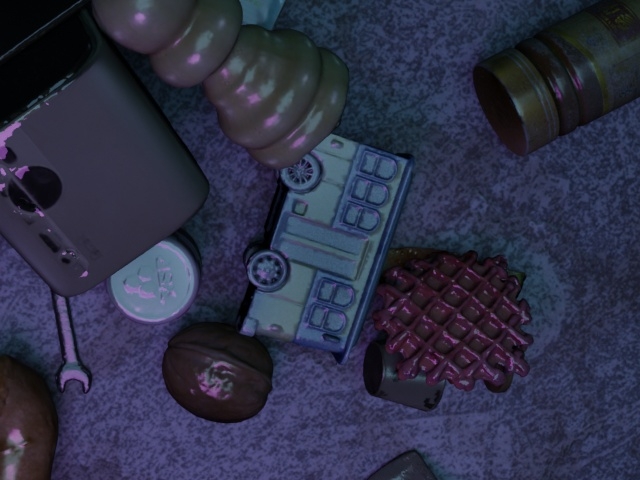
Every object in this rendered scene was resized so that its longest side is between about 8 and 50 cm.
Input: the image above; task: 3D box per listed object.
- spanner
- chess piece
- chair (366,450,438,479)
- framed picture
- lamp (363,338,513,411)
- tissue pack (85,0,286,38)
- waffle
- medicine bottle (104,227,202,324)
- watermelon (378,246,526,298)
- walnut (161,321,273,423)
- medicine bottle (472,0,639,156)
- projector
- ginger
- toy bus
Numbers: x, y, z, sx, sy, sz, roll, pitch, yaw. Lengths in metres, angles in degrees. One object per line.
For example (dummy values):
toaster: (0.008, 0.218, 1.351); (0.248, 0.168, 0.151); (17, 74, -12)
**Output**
spanner: (-0.377, 0.103, 1.427); (0.054, 0.015, 0.254); (-9, 98, -6)
chess piece: (-0.134, -0.244, 1.222); (0.330, 0.182, 0.182); (33, 91, -37)
chair: (0.197, 0.500, 1.493); (0.160, 0.319, 0.186); (-42, 144, 0)
framed picture: (-0.405, -0.323, 1.282); (0.339, 0.255, 0.014); (-37, 138, -3)
lamp: (0.176, 0.195, 1.461); (0.215, 0.121, 0.121); (4, 96, -21)
tissue pack: (-0.194, -0.332, 1.366); (0.263, 0.089, 0.177); (24, 95, -9)
waffle: (0.190, 0.111, 1.404); (0.234, 0.055, 0.221); (0, 62, -7)
medicine bottle: (-0.229, 0.044, 1.362); (0.135, 0.168, 0.135); (-1, 97, -8)
watermelon: (0.190, 0.074, 1.481); (0.245, 0.063, 0.119); (8, 75, -4)
walnut: (-0.147, 0.189, 1.408); (0.162, 0.140, 0.140); (18, 94, 1)
medicine bottle: (0.398, -0.259, 1.419); (0.323, 0.151, 0.151); (-27, 99, -4)
projector: (-0.322, -0.118, 1.251); (0.249, 0.248, 0.249); (-35, 127, -2)
ginger: (-0.440, 0.285, 1.372); (0.152, 0.138, 0.267); (-16, 105, -48)
toy bus: (0.000, 0.000, 1.397); (0.190, 0.152, 0.312); (18, 93, -9)
